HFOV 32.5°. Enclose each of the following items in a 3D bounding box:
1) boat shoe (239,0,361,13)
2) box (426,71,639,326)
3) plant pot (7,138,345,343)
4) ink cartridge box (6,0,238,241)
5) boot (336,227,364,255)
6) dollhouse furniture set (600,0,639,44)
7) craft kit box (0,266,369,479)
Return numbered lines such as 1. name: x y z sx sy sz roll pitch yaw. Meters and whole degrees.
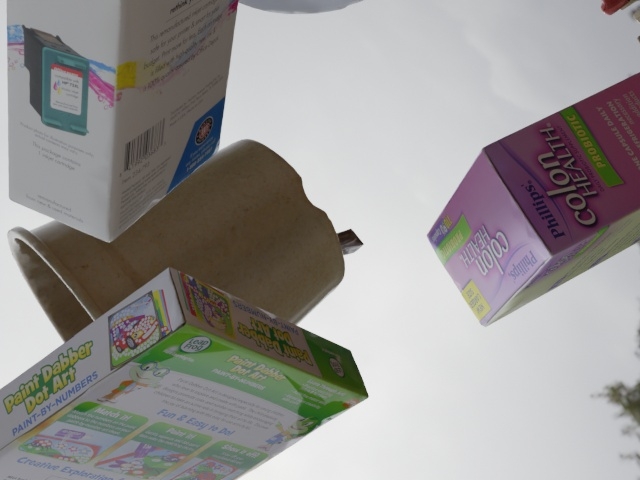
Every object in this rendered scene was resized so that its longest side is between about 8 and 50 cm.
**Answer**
1. boat shoe: 0.053 -0.275 0.900 0.102 0.301 0.108 -97 -14 -59
2. box: 0.254 -0.046 1.073 0.117 0.243 0.213 59 162 14
3. plant pot: -0.152 0.044 1.320 0.334 0.305 0.334 44 158 24
4. ink cartridge box: -0.110 -0.132 0.634 0.078 0.231 0.134 23 -142 15
5. boot: 0.000 0.000 1.531 0.106 0.114 0.037 64 -166 -65
6. dollhouse furniture set: 0.376 -0.425 1.397 0.201 0.152 0.374 21 -142 -37
7. craft kit box: -0.126 0.140 0.883 0.250 0.246 0.061 31 -147 -51
